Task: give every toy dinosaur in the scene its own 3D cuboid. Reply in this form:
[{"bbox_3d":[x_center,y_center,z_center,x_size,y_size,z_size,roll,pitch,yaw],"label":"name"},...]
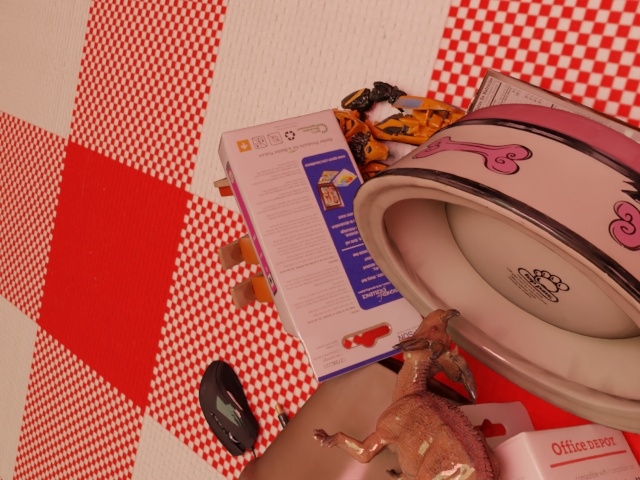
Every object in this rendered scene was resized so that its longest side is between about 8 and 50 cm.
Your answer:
[{"bbox_3d":[0.129,0.213,0.716,0.200,0.127,0.296,-51,48,17],"label":"toy dinosaur"}]

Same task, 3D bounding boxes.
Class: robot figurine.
[{"bbox_3d":[0.112,-0.131,1.010,0.291,0.085,0.211,16,100,39],"label":"robot figurine"}]

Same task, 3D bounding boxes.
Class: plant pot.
[{"bbox_3d":[0.073,0.313,0.932,0.323,0.323,0.280,26,89,37],"label":"plant pot"}]

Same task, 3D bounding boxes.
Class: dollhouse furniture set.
[{"bbox_3d":[-0.067,0.007,1.080,0.262,0.135,0.259,-3,109,42],"label":"dollhouse furniture set"}]

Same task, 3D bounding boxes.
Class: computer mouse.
[{"bbox_3d":[-0.145,0.327,1.243,0.184,0.060,0.262,-40,66,34],"label":"computer mouse"}]

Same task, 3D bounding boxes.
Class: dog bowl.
[{"bbox_3d":[0.239,0.024,0.731,0.408,0.408,0.150,29,69,36],"label":"dog bowl"}]

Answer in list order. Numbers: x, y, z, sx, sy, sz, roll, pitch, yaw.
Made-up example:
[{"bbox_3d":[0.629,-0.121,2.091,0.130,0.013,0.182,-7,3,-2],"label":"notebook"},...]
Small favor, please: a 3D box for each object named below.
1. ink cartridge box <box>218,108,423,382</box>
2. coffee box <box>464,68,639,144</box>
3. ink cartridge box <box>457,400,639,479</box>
[{"bbox_3d":[0.000,0.000,0.937,0.371,0.175,0.069,67,158,17],"label":"ink cartridge box"},{"bbox_3d":[0.310,-0.110,0.810,0.246,0.141,0.098,36,112,35],"label":"coffee box"},{"bbox_3d":[0.287,0.325,0.752,0.119,0.207,0.353,-45,53,37],"label":"ink cartridge box"}]
